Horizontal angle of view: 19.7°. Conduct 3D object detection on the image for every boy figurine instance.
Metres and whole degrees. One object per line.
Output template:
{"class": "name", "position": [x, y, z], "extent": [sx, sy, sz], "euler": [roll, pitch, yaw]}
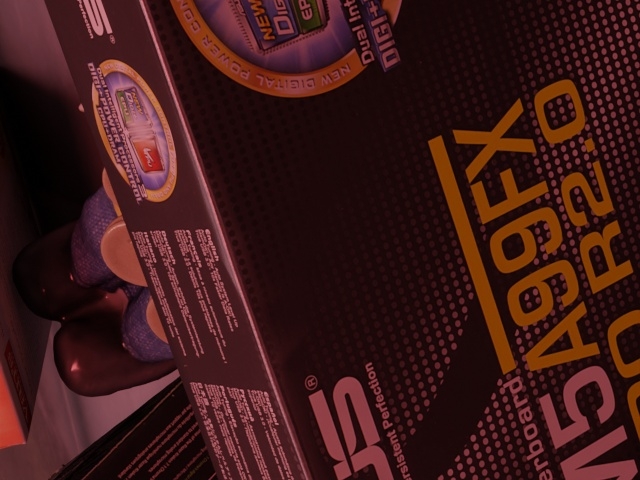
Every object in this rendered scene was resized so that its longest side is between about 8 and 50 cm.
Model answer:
{"class": "boy figurine", "position": [-0.060, -0.003, 0.877], "extent": [0.177, 0.092, 0.285], "euler": [64, 153, 6]}

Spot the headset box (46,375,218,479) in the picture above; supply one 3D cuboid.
{"class": "headset box", "position": [-0.040, 0.227, 0.919], "extent": [0.283, 0.131, 0.246], "euler": [47, 149, -4]}

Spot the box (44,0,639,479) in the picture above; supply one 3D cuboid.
{"class": "box", "position": [0.046, -0.026, 0.573], "extent": [0.060, 0.216, 0.270], "euler": [-2, 109, 57]}

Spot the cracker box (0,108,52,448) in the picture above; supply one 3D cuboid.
{"class": "cracker box", "position": [-0.203, 0.006, 1.014], "extent": [0.232, 0.067, 0.156], "euler": [-104, 0, -72]}

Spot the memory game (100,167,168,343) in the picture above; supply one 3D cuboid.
{"class": "memory game", "position": [0.000, 0.000, 0.751], "extent": [0.186, 0.012, 0.186], "euler": [5, 131, 6]}
